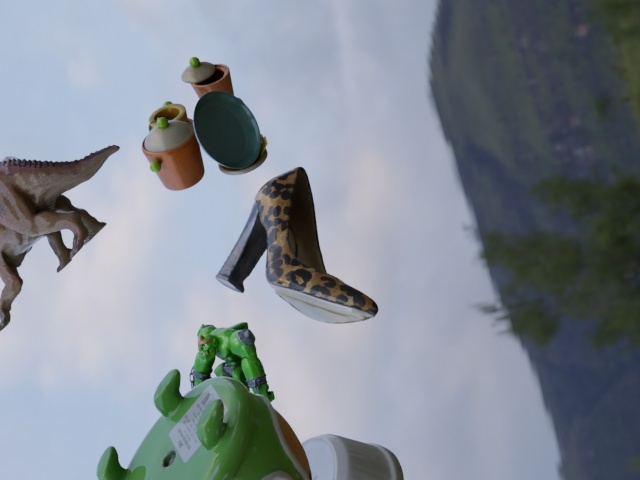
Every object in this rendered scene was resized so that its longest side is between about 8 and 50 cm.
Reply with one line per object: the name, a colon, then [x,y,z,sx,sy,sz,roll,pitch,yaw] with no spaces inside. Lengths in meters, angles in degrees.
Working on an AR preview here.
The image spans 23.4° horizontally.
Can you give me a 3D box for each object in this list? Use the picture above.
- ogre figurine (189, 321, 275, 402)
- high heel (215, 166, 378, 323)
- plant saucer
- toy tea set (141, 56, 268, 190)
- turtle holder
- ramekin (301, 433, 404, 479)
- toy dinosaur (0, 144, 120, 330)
ogre figurine: [-0.144,0.192,2.414,0.197,0.097,0.118,-166,69,-72]
high heel: [0.000,0.000,1.939,0.093,0.261,0.186,46,-112,-46]
plant saucer: [-0.138,-0.155,2.200,0.119,0.021,0.119,19,-121,-35]
toy tea set: [-0.216,-0.218,2.641,0.336,0.200,0.124,-112,2,-55]
turtle holder: [-0.144,0.343,1.956,0.227,0.243,0.320,37,-117,-26]
ramekin: [0.011,0.454,2.622,0.127,0.273,0.272,29,-135,-26]
toy dinosaur: [-0.369,-0.036,1.778,0.200,0.296,0.127,45,-148,-6]
